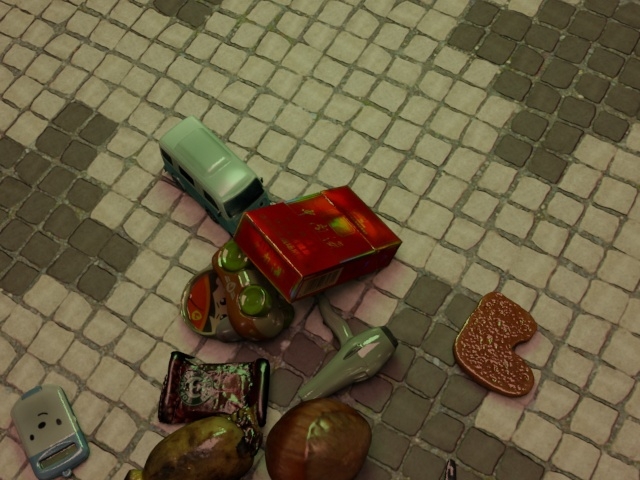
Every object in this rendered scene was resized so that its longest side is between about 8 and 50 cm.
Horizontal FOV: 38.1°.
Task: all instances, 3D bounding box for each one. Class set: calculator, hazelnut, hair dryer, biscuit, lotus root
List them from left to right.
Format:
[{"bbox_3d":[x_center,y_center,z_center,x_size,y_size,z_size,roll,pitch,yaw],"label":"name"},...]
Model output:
[{"bbox_3d":[-0.559,0.397,1.917,0.121,0.039,0.210,-28,64,-7],"label":"calculator"},{"bbox_3d":[-0.239,0.428,1.797,0.314,0.169,0.141,-26,76,1],"label":"lotus root"},{"bbox_3d":[-0.216,0.308,1.914,0.235,0.063,0.151,2,62,10],"label":"biscuit"},{"bbox_3d":[-0.011,0.401,1.792,0.214,0.176,0.214,-12,24,5],"label":"hazelnut"},{"bbox_3d":[0.004,0.229,1.944,0.267,0.092,0.229,31,75,34],"label":"hair dryer"},{"bbox_3d":[0.379,0.219,1.919,0.186,0.036,0.192,31,69,17],"label":"biscuit"}]

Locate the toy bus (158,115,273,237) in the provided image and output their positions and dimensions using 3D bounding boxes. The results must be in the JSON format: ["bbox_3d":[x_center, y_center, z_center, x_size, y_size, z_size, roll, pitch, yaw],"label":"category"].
[{"bbox_3d":[-0.241,-0.150,2.097,0.133,0.165,0.271,-40,66,-15],"label":"toy bus"}]

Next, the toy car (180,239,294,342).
[{"bbox_3d":[-0.193,0.130,1.982,0.235,0.145,0.235,-8,69,22],"label":"toy car"}]

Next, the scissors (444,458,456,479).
[{"bbox_3d":[0.245,0.529,1.782,0.088,0.017,0.220,4,63,8],"label":"scissors"}]

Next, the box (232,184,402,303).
[{"bbox_3d":[-0.001,0.000,1.953,0.313,0.089,0.197,-18,54,-44],"label":"box"}]
